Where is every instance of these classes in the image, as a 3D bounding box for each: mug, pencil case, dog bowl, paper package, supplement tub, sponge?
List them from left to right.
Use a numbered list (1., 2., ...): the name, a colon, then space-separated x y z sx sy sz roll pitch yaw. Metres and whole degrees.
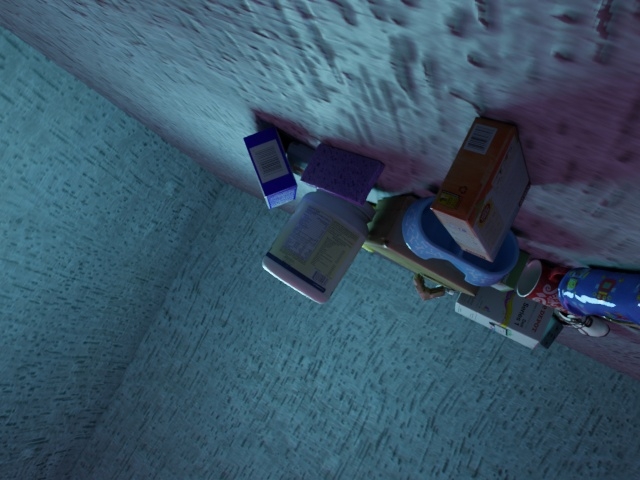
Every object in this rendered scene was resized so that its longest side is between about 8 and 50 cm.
1. supplement tub: 0.000 0.000 1.546 0.235 0.325 0.235 32 176 3
2. sponge: 0.052 -0.172 1.312 0.210 0.117 0.031 25 175 36
3. paper package: 0.316 0.009 1.553 0.324 0.168 0.309 27 178 -11
4. dog bowl: 0.347 -0.006 1.244 0.297 0.166 0.074 28 165 -3
5. mug: 0.651 0.137 1.394 0.169 0.113 0.150 24 178 -4
6. pencil case: 0.660 0.128 1.098 0.133 0.120 0.306 26 177 -12

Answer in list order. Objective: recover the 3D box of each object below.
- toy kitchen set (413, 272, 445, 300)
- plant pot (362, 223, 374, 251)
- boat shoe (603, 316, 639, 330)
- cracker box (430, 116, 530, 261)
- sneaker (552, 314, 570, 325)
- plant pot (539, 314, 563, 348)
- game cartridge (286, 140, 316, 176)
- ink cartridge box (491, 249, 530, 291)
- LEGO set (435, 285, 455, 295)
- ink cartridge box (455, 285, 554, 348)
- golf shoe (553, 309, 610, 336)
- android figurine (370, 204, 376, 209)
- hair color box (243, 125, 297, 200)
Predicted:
1. toy kitchen set: 0.342 0.130 1.607 0.083 0.075 0.068 62 -153 -20
2. plant pot: 0.185 -0.014 1.888 0.134 0.095 0.134 29 178 1
3. boat shoe: 0.801 0.192 1.280 0.073 0.080 0.223 35 169 -26
4. cracker box: 0.267 -0.072 0.828 0.067 0.156 0.232 25 175 32
5. sneaker: 0.912 0.287 1.985 0.170 0.063 0.075 20 174 29
6. plant pot: 0.768 0.290 1.917 0.165 0.166 0.234 31 -174 -47
7. game cartridge: -0.006 -0.219 1.609 0.196 0.060 0.294 23 176 2
8. ink cartridge box: 0.530 0.080 1.441 0.062 0.109 0.209 26 176 11
9. LEGO set: 0.450 0.107 1.768 0.060 0.183 0.244 30 168 -5
10. ink cartridge box: 0.609 0.193 1.660 0.278 0.201 0.117 26 165 22
11. golf shoe: 0.900 0.275 1.771 0.198 0.077 0.094 25 175 23
12. android figurine: 0.238 -0.072 1.898 0.272 0.056 0.248 26 177 44
13. hair color box: -0.151 -0.216 1.596 0.339 0.110 0.185 159 90 -84
